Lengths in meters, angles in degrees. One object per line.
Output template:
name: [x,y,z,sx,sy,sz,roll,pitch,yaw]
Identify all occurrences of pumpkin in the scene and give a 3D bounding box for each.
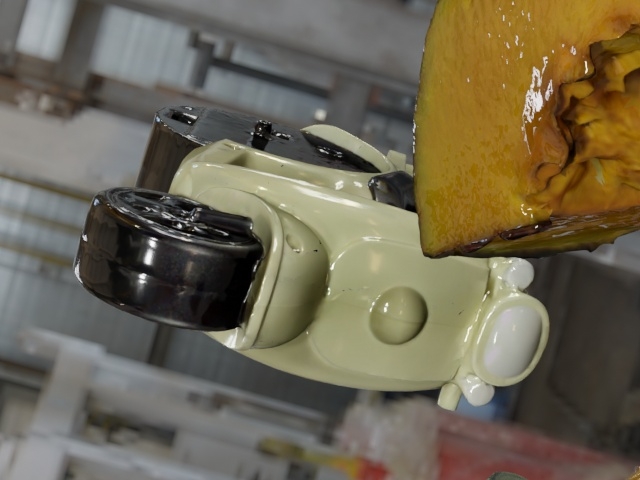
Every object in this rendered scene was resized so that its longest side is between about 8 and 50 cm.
pumpkin: [0.165,-0.086,0.844,0.312,0.169,0.148,160,101,-66]

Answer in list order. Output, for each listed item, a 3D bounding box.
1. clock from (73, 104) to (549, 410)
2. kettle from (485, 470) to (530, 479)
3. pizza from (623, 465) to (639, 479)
clock: [0.000,0.000,1.236,0.379,0.276,0.120,-88,15,-74]
kettle: [0.076,0.288,1.103,0.255,0.240,0.165,-42,12,12]
pizza: [0.290,0.245,1.669,0.184,0.176,0.036,-47,43,3]
